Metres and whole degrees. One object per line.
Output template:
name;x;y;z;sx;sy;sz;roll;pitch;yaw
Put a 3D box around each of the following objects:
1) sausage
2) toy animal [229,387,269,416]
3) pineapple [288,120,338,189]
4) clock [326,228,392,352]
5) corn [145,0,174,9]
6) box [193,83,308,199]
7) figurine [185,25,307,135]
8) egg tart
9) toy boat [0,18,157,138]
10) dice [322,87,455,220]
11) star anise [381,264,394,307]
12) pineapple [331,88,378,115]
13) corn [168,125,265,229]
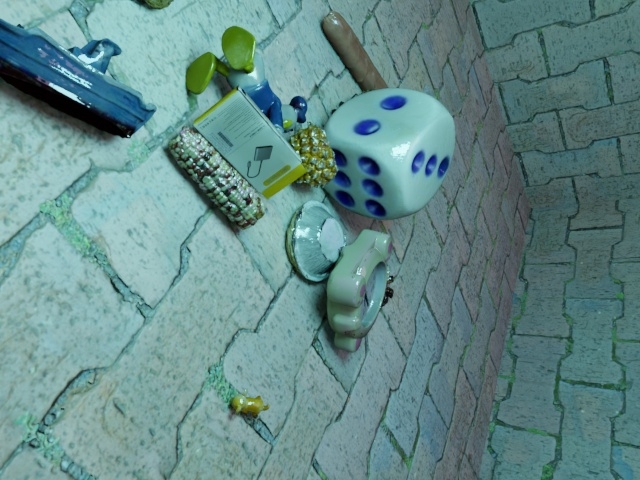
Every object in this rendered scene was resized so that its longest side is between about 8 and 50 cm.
sausage;0.133;-0.582;1.689;0.433;0.087;0.088;45;52;-42
toy animal;-0.165;0.376;1.167;0.083;0.081;0.061;64;39;-59
pineapple;-0.051;-0.211;1.358;0.136;0.161;0.176;-23;135;-21
clock;0.114;0.151;1.477;0.284;0.114;0.310;-53;148;-45
corn;-0.311;-0.634;1.047;0.119;0.119;0.322;16;78;-53
box;-0.148;-0.208;1.117;0.247;0.129;0.033;47;16;-35
figurine;-0.124;-0.306;1.205;0.338;0.204;0.284;-3;89;-58
egg tart;0.000;0.000;1.424;0.234;0.094;0.234;7;82;-57
toy boat;-0.408;-0.288;0.856;0.309;0.129;0.143;27;75;-49
dice;0.188;-0.251;1.466;0.304;0.304;0.277;-47;143;-28
star anise;0.207;0.147;1.728;0.168;0.057;0.168;32;53;-55
pineapple;0.124;-0.415;1.644;0.237;0.111;0.119;-34;87;-43
corn;-0.229;-0.132;1.132;0.280;0.092;0.092;48;49;-33
